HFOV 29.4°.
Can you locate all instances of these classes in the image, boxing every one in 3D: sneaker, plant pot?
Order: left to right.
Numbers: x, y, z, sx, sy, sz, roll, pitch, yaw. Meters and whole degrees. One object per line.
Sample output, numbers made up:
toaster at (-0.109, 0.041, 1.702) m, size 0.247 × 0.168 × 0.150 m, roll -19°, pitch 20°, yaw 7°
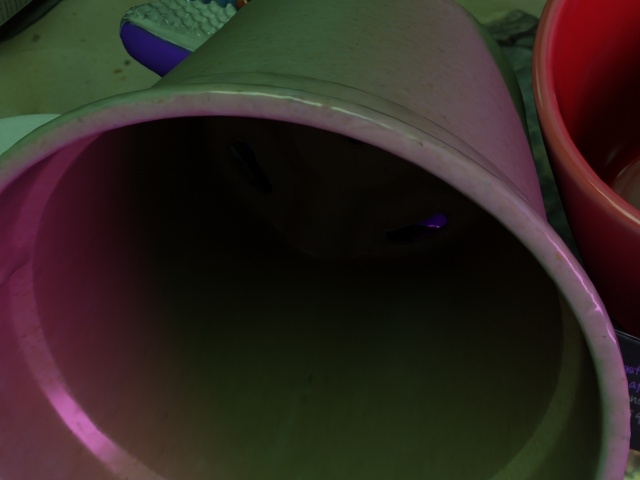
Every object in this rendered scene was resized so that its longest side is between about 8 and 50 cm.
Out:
sneaker at (-0.027, -0.067, 0.893) m, size 0.293 × 0.102 × 0.146 m, roll 26°, pitch 113°, yaw 4°
plant pot at (0.000, 0.000, 0.689) m, size 0.333 × 0.334 × 0.305 m, roll 3°, pitch 33°, yaw 11°
plant pot at (0.274, -0.048, 0.784) m, size 0.275 × 0.243 × 0.275 m, roll -4°, pitch 62°, yaw 7°

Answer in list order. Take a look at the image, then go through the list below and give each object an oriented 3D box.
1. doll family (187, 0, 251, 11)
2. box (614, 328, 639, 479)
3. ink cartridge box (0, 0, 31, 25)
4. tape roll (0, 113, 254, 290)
doll family at (-0.038, -0.155, 0.964) m, size 0.111 × 0.076 × 0.193 m, roll -33°, pitch 97°, yaw 12°
box at (0.159, 0.211, 0.713) m, size 0.143 × 0.165 × 0.270 m, roll 23°, pitch 68°, yaw 19°
ink cartridge box at (-0.289, -0.288, 1.062) m, size 0.148 × 0.086 × 0.203 m, roll 38°, pitch 66°, yaw 12°
tape roll at (-0.222, 0.090, 0.881) m, size 0.392 × 0.072 × 0.392 m, roll -5°, pitch 63°, yaw 9°
